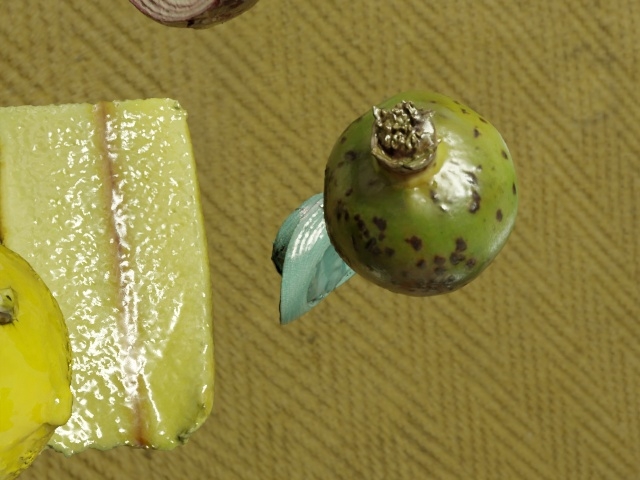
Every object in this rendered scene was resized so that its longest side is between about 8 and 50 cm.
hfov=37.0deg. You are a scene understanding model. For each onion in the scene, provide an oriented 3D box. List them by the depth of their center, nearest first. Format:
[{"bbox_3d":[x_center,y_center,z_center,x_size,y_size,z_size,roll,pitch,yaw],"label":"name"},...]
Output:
[{"bbox_3d":[-0.202,-0.437,1.523,0.207,0.206,0.216,-19,92,-56],"label":"onion"}]

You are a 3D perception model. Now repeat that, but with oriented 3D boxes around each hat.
[{"bbox_3d":[0.000,0.000,0.991,0.078,0.138,0.191,38,56,21],"label":"hat"}]

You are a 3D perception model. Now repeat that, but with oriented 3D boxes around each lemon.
[{"bbox_3d":[-0.240,0.076,0.558,0.173,0.206,0.174,11,77,-55],"label":"lemon"}]

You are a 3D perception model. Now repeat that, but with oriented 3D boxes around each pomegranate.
[{"bbox_3d":[0.054,-0.029,0.571,0.130,0.130,0.130,-1,93,-23],"label":"pomegranate"}]

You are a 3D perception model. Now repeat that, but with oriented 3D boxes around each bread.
[{"bbox_3d":[-0.228,0.034,1.042,0.233,0.362,0.245,-6,125,-14],"label":"bread"}]
